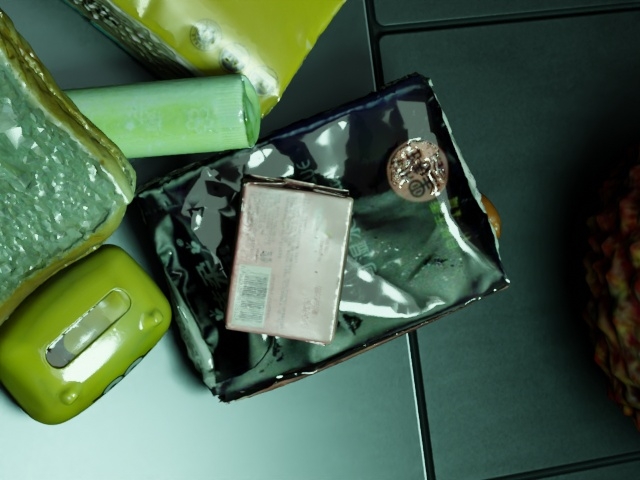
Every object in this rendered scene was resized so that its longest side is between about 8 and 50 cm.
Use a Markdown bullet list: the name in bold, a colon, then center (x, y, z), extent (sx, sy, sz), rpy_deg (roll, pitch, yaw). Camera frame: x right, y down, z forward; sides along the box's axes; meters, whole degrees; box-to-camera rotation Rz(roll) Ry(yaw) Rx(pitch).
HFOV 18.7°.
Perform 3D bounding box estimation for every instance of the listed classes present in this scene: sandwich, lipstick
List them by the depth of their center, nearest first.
- **sandwich**: center (-0.351, -0.048, 1.809), extent (0.301, 0.099, 0.271), rpy_deg (-40, 97, 9)
- **lipstick**: center (-0.211, -0.114, 1.874), extent (0.304, 0.076, 0.076), rpy_deg (-4, 89, 4)

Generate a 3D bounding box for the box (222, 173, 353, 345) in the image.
- **box**: center (-0.031, 0.018, 1.852), extent (0.111, 0.060, 0.156), rpy_deg (9, 98, -5)

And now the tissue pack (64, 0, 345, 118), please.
- **tissue pack**: center (-0.126, -0.265, 1.940), extent (0.271, 0.134, 0.192), rpy_deg (37, 76, -16)

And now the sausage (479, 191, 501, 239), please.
- **sausage**: center (0.102, -0.018, 2.043), extent (0.179, 0.089, 0.089), rpy_deg (-5, 90, -11)

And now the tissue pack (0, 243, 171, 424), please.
- **tissue pack**: center (-0.234, 0.091, 1.892), extent (0.178, 0.127, 0.123), rpy_deg (-42, 99, -17)

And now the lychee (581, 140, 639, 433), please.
- **lychee**: center (0.482, 0.070, 1.996), extent (0.424, 0.424, 0.500), rpy_deg (-5, 61, -20)

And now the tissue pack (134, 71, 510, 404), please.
- **tissue pack**: center (0.000, 0.000, 1.939), extent (0.332, 0.123, 0.245), rpy_deg (-21, 94, 2)
